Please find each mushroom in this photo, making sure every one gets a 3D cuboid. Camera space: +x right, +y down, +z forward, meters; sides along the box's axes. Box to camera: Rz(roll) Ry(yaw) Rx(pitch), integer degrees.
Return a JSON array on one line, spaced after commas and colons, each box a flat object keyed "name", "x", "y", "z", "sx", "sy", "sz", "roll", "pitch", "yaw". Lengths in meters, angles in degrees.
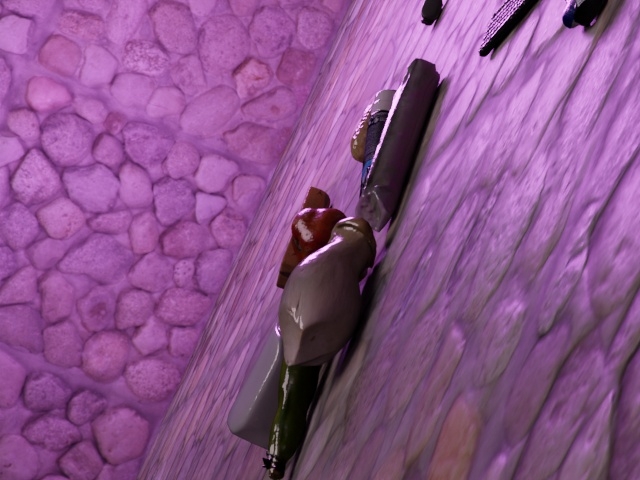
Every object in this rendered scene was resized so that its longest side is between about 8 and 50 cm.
[{"name": "mushroom", "x": 0.009, "y": 0.062, "z": 1.764, "sx": 0.088, "sy": 0.097, "sz": 0.212, "roll": -9, "pitch": 32, "yaw": 26}]

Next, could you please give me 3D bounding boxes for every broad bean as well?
[{"name": "broad bean", "x": -0.024, "y": 0.147, "z": 1.794, "sx": 0.060, "sy": 0.043, "sz": 0.297, "roll": 51, "pitch": -140, "yaw": -49}]

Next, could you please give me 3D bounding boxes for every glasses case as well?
[{"name": "glasses case", "x": -0.025, "y": -0.002, "z": 2.443, "sx": 0.064, "sy": 0.041, "sz": 0.170, "roll": 106, "pitch": -178, "yaw": -48}]

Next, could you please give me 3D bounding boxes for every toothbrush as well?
[{"name": "toothbrush", "x": 0.208, "y": -0.447, "z": 2.349, "sx": 0.030, "sy": 0.030, "sz": 0.297, "roll": 106, "pitch": -174, "yaw": -67}]

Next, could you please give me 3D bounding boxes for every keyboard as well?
[{"name": "keyboard", "x": 0.218, "y": -0.263, "z": 1.657, "sx": 0.061, "sy": 0.013, "sz": 0.204, "roll": -68, "pitch": 8, "yaw": -25}]

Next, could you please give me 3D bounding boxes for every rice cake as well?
[{"name": "rice cake", "x": 0.097, "y": -0.122, "z": 1.923, "sx": 0.055, "sy": 0.049, "sz": 0.270, "roll": 89, "pitch": -162, "yaw": -51}]

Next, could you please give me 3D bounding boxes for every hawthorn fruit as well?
[{"name": "hawthorn fruit", "x": 0.000, "y": 0.000, "z": 2.073, "sx": 0.093, "sy": 0.093, "sz": 0.093, "roll": -63, "pitch": 7, "yaw": 14}]

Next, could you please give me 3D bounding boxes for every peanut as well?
[{"name": "peanut", "x": 0.075, "y": -0.155, "z": 2.208, "sx": 0.113, "sy": 0.054, "sz": 0.054, "roll": -65, "pitch": 6, "yaw": -32}]

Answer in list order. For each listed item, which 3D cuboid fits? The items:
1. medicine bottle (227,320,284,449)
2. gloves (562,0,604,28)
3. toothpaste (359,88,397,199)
[{"name": "medicine bottle", "x": -0.046, "y": 0.156, "z": 1.902, "sx": 0.119, "sy": 0.069, "sz": 0.183, "roll": -99, "pitch": 34, "yaw": -78}, {"name": "gloves", "x": 0.227, "y": -0.213, "z": 1.354, "sx": 0.086, "sy": 0.026, "sz": 0.064, "roll": -73, "pitch": 9, "yaw": -50}, {"name": "toothpaste", "x": 0.076, "y": -0.114, "z": 2.092, "sx": 0.071, "sy": 0.045, "sz": 0.193, "roll": 111, "pitch": 174, "yaw": -56}]
